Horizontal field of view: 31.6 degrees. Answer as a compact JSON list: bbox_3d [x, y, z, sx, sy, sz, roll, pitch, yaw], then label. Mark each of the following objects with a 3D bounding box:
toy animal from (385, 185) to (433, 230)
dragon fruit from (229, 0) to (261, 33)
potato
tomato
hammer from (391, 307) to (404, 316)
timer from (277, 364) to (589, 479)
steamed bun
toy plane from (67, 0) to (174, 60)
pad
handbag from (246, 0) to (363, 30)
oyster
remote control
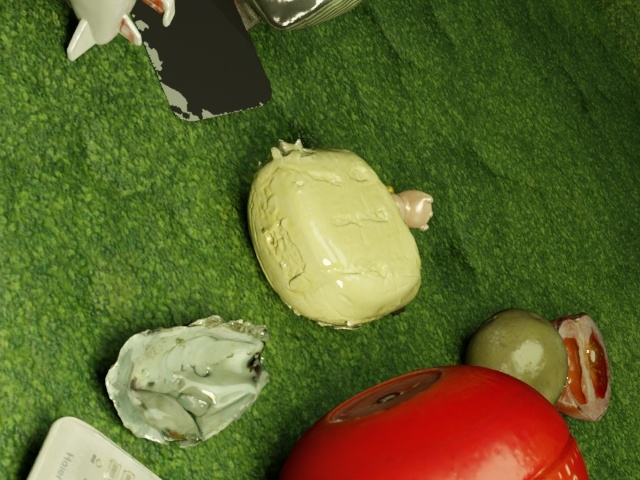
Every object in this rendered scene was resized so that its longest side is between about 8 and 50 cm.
[{"bbox_3d":[0.120,-0.040,1.829,0.082,0.114,0.091,-7,105,-67],"label":"toy animal"},{"bbox_3d":[-0.135,-0.339,1.734,0.060,0.056,0.083,57,30,-12],"label":"dragon fruit"},{"bbox_3d":[0.324,0.220,1.876,0.177,0.160,0.235,13,64,-2],"label":"potato"},{"bbox_3d":[0.441,0.238,2.057,0.228,0.112,0.199,5,71,-53],"label":"tomato"},{"bbox_3d":[0.043,-0.011,1.744,0.297,0.027,0.125,57,-4,2],"label":"hammer"},{"bbox_3d":[0.127,0.308,1.340,0.378,0.378,0.279,-23,90,-57],"label":"timer"},{"bbox_3d":[0.000,0.000,1.585,0.232,0.166,0.273,-20,77,-51],"label":"steamed bun"},{"bbox_3d":[-0.278,-0.340,1.393,0.252,0.252,0.118,52,54,-15],"label":"toy plane"},{"bbox_3d":[-0.183,-0.304,1.638,0.181,0.004,0.267,-18,81,-36],"label":"pad"},{"bbox_3d":[-0.057,-0.498,1.763,0.341,0.247,0.240,57,1,-9],"label":"handbag"},{"bbox_3d":[-0.149,0.151,1.343,0.199,0.087,0.252,58,40,-24],"label":"oyster"},{"bbox_3d":[-0.192,0.314,1.209,0.313,0.055,0.109,46,42,-31],"label":"remote control"}]
